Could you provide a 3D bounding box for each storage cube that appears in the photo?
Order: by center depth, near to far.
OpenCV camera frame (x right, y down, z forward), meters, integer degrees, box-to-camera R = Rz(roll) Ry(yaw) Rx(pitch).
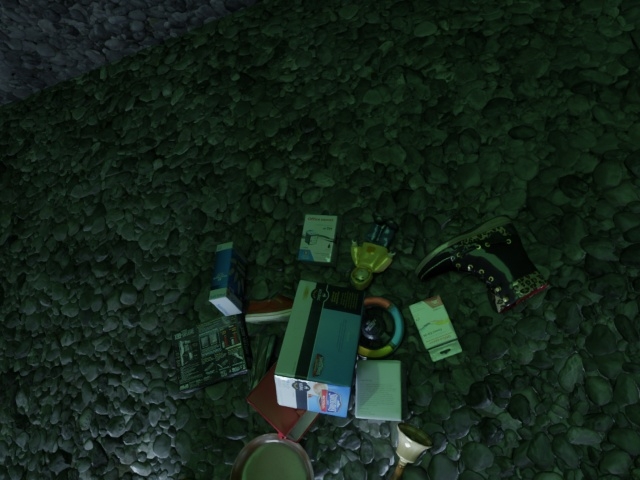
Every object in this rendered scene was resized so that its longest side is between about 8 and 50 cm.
[{"bbox_3d":[-0.109,0.553,1.563,0.193,0.184,0.215,35,73,26],"label":"storage cube"}]

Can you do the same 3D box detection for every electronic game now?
[{"bbox_3d":[0.192,0.313,1.631,0.229,0.048,0.230,-6,71,18],"label":"electronic game"}]

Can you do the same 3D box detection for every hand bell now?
[{"bbox_3d":[0.257,0.729,1.454,0.126,0.126,0.242,25,94,25],"label":"hand bell"}]

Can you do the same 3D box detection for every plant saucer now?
[{"bbox_3d":[-0.164,0.837,1.564,0.310,0.050,0.311,-7,62,14],"label":"plant saucer"}]

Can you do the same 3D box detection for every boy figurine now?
[{"bbox_3d":[0.185,0.050,1.698,0.177,0.092,0.285,24,78,22],"label":"boy figurine"}]

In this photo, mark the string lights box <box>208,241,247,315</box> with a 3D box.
[{"bbox_3d":[-0.364,0.151,1.794,0.076,0.133,0.260,-13,51,14],"label":"string lights box"}]

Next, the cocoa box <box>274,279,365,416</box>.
[{"bbox_3d":[0.007,0.342,1.451,0.227,0.232,0.347,9,48,6],"label":"cocoa box"}]

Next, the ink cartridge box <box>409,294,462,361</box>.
[{"bbox_3d":[0.396,0.302,1.551,0.115,0.067,0.198,-24,67,10],"label":"ink cartridge box"}]

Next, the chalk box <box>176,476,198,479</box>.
[{"bbox_3d":[-0.411,0.966,1.558,0.288,0.179,0.181,10,75,21],"label":"chalk box"}]

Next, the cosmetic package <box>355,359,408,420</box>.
[{"bbox_3d":[0.207,0.496,1.507,0.151,0.151,0.184,-3,73,18],"label":"cosmetic package"}]

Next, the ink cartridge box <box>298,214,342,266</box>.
[{"bbox_3d":[0.000,0.000,1.784,0.139,0.082,0.191,3,75,20],"label":"ink cartridge box"}]

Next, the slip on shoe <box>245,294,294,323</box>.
[{"bbox_3d":[-0.139,0.257,1.733,0.330,0.123,0.102,-9,66,22],"label":"slip on shoe"}]

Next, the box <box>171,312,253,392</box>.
[{"bbox_3d":[-0.432,0.442,1.793,0.307,0.076,0.243,-22,66,11],"label":"box"}]

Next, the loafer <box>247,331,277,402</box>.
[{"bbox_3d":[-0.235,0.478,1.697,0.084,0.096,0.268,13,68,8],"label":"loafer"}]

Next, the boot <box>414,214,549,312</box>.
[{"bbox_3d":[0.541,0.113,1.530,0.377,0.138,0.284,-28,66,3],"label":"boot"}]
